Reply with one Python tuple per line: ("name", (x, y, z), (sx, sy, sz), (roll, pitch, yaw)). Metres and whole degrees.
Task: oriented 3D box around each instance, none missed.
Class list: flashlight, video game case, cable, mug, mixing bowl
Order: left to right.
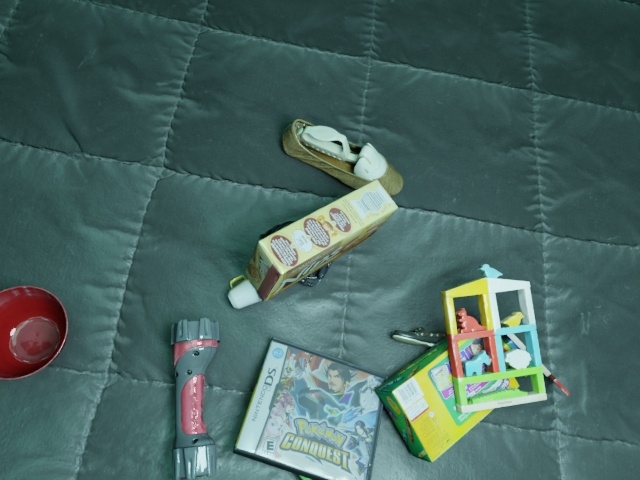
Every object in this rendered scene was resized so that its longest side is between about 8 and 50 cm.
("mixing bowl", (-0.591, 0.192, 0.976), (0.181, 0.098, 0.181), (4, 68, -9))
("flashlight", (-0.250, 0.315, 0.983), (0.103, 0.103, 0.304), (-3, 68, -14))
("mug", (-0.176, 0.121, 1.104), (0.064, 0.078, 0.062), (-28, 108, -10))
("cable", (-0.057, 0.018, 1.163), (0.184, 0.047, 0.150), (26, 66, 2))
("video game case", (-0.010, 0.356, 1.009), (0.275, 0.035, 0.248), (19, 52, -2))

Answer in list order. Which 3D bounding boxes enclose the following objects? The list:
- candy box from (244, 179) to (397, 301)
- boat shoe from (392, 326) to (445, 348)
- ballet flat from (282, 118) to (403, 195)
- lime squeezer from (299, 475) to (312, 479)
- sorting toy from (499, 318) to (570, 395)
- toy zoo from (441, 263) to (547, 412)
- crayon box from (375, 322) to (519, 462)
("candy box", (0.000, 0.000, 1.061), (0.316, 0.183, 0.087), (-29, 77, -27))
("boat shoe", (0.229, 0.224, 1.128), (0.133, 0.049, 0.042), (12, 71, -12))
("ballet flat", (0.063, -0.219, 1.236), (0.342, 0.124, 0.116), (26, 67, 1))
("lime squeezer", (-0.064, 0.498, 0.965), (0.110, 0.059, 0.310), (-5, 70, -12))
("sorting toy", (0.449, 0.255, 1.112), (0.046, 0.132, 0.274), (-44, 91, 8))
("toy zoo", (0.359, 0.196, 1.017), (0.192, 0.030, 0.293), (-6, 84, -9))
("crayon box", (0.280, 0.320, 1.054), (0.278, 0.081, 0.165), (-29, 89, -23))
